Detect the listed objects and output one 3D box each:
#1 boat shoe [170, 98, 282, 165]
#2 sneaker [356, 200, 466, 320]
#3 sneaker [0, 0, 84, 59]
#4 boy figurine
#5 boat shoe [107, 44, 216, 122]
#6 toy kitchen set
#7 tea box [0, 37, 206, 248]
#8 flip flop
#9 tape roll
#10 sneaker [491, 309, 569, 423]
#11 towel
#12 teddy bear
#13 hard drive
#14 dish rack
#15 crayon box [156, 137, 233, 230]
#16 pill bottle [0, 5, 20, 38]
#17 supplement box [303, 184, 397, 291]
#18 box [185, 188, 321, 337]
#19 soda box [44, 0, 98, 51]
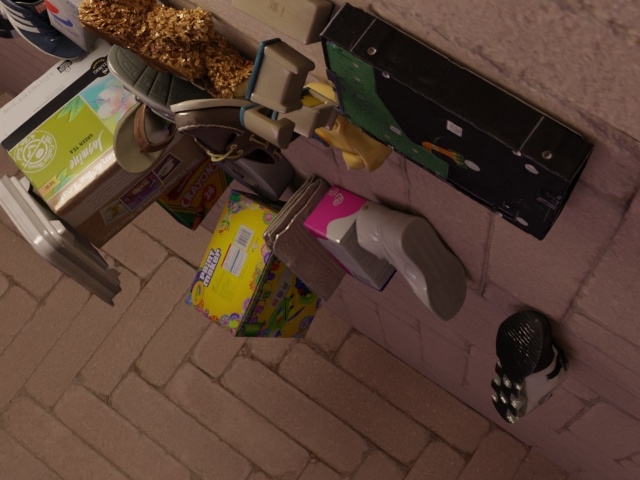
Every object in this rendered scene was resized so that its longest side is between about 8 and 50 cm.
[{"bbox_3d":[-0.146,-0.180,1.506,0.117,0.096,0.324,0,-178,20],"label":"boat shoe"},{"bbox_3d":[0.176,0.032,1.770,0.169,0.108,0.292,28,157,46],"label":"sneaker"},{"bbox_3d":[-0.570,-0.479,1.803,0.148,0.131,0.350,34,170,37],"label":"sneaker"},{"bbox_3d":[0.025,-0.167,1.375,0.285,0.092,0.177,28,159,49],"label":"boy figurine"},{"bbox_3d":[-0.252,-0.263,1.670,0.321,0.118,0.103,25,155,-17],"label":"boat shoe"},{"bbox_3d":[-0.039,-0.248,1.196,0.122,0.207,0.166,32,-148,19],"label":"toy kitchen set"},{"bbox_3d":[-0.498,-0.224,2.000,0.323,0.329,0.220,45,174,24],"label":"tea box"},{"bbox_3d":[-0.321,-0.233,1.772,0.112,0.277,0.080,35,-149,-25],"label":"flip flop"},{"bbox_3d":[-0.163,-0.181,1.983,0.219,0.072,0.219,34,170,7],"label":"tape roll"},{"bbox_3d":[0.443,0.237,1.825,0.330,0.146,0.122,89,156,-51],"label":"sneaker"},{"bbox_3d":[0.000,0.000,1.945,0.049,0.187,0.282,33,171,42],"label":"towel"},{"bbox_3d":[-0.230,-0.332,1.491,0.338,0.113,0.245,27,176,8],"label":"teddy bear"},{"bbox_3d":[0.161,-0.142,1.114,0.339,0.064,0.237,33,169,15],"label":"hard drive"},{"bbox_3d":[-0.574,-0.010,1.983,0.285,0.072,0.333,44,174,31],"label":"dish rack"},{"bbox_3d":[-0.362,-0.189,2.234,0.081,0.202,0.318,27,167,38],"label":"crayon box"},{"bbox_3d":[-0.707,-0.541,1.975,0.130,0.130,0.246,37,170,-7],"label":"pill bottle"},{"bbox_3d":[0.078,-0.003,1.882,0.111,0.114,0.220,29,169,39],"label":"supplement box"},{"bbox_3d":[-0.118,0.062,2.090,0.177,0.289,0.279,29,-170,33],"label":"box"},{"bbox_3d":[-0.442,-0.444,1.639,0.091,0.098,0.286,38,170,-8],"label":"soda box"}]
